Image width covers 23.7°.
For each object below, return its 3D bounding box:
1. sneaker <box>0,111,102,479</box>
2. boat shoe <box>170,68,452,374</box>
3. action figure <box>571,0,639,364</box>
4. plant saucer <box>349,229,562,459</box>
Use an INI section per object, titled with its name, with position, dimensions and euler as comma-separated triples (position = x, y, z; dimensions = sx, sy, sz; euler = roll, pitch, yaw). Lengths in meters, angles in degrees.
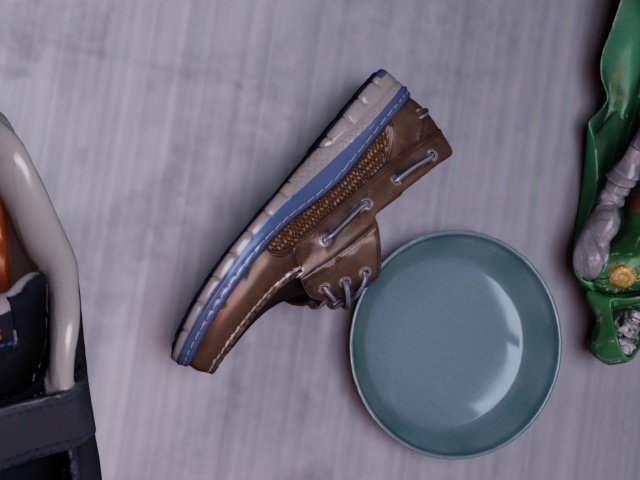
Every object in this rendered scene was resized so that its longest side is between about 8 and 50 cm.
[sneaker]
position = -0.161, 0.085, 0.676
dimensions = 0.126, 0.127, 0.321
euler = -14, 94, -19
[boat shoe]
position = 0.000, 0.000, 0.753
dimensions = 0.066, 0.066, 0.183
euler = 39, 77, -2
[action figure]
position = 0.192, -0.043, 0.827
dimensions = 0.137, 0.063, 0.232
euler = 20, 86, -19
[plant saucer]
position = 0.069, 0.054, 0.802
dimensions = 0.119, 0.021, 0.119
euler = 1, 88, -17
